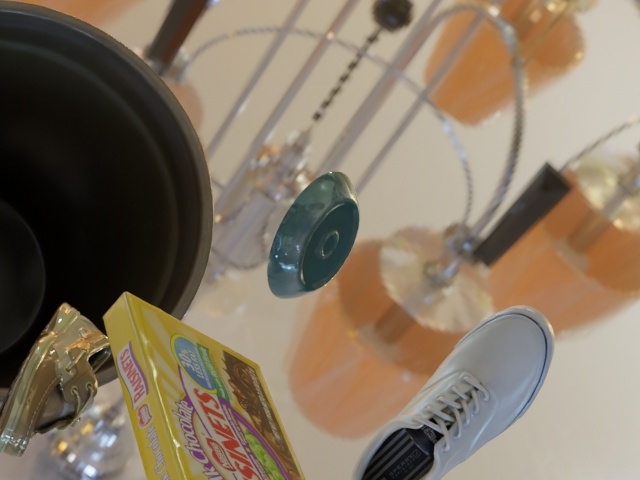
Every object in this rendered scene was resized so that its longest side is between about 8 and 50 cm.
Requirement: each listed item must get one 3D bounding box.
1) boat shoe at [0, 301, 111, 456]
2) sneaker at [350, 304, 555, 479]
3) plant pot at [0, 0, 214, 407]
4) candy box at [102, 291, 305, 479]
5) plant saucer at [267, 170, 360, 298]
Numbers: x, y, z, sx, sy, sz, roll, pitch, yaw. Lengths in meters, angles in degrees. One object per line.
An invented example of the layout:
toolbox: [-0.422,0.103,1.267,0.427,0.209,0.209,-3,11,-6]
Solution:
boat shoe: [-0.146,0.080,0.864,0.045,0.050,0.135,29,-153,-6]
sneaker: [0.127,0.171,1.473,0.094,0.258,0.091,41,-163,10]
plant pot: [-0.283,-0.002,1.292,0.323,0.280,0.323,6,-107,-21]
candy box: [-0.051,0.111,0.803,0.105,0.027,0.206,30,-162,-32]
plant saucer: [0.000,0.000,1.304,0.021,0.119,0.119,28,-140,26]
